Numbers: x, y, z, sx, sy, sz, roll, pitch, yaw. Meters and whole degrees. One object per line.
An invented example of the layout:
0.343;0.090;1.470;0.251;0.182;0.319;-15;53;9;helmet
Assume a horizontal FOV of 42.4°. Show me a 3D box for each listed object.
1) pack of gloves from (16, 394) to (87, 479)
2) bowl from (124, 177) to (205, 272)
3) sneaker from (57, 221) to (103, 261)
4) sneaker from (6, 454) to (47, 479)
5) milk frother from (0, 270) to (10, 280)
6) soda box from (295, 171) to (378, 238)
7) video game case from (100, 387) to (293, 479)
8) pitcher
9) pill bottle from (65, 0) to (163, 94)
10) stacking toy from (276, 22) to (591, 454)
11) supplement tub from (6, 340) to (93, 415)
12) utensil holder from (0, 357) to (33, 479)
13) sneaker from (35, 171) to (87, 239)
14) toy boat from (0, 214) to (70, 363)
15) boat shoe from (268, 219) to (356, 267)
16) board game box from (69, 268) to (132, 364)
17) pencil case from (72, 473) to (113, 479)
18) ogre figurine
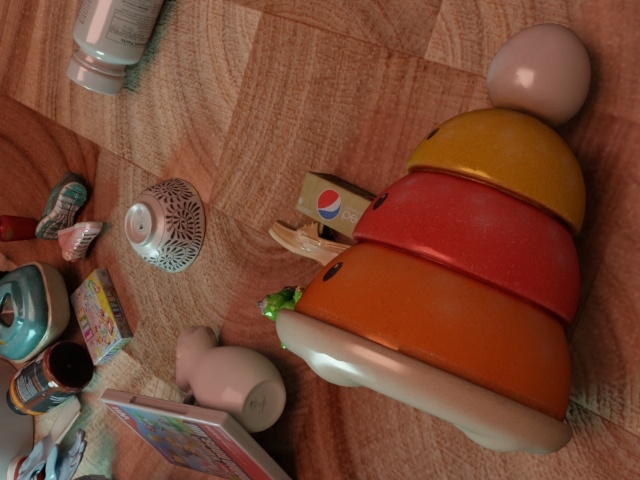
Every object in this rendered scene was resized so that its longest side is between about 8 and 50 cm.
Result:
-0.528;0.422;1.564;0.232;0.046;0.195;-56;34;4;pack of gloves
-0.286;-0.028;1.435;0.170;0.080;0.170;-1;88;39;bowl
-0.463;0.004;1.602;0.134;0.051;0.070;-14;81;42;sneaker
-0.577;0.547;1.658;0.128;0.087;0.221;-11;83;40;sneaker
-0.760;0.098;1.790;0.143;0.135;0.129;-26;72;36;milk frother
0.052;-0.039;1.167;0.181;0.058;0.061;29;107;37;soda box
-0.195;0.315;1.294;0.285;0.204;0.025;1;48;40;video game case
-0.152;0.245;1.292;0.207;0.125;0.177;19;103;48;pitcher
-0.371;-0.387;1.482;0.131;0.131;0.229;40;113;33;pill bottle
0.187;-0.027;0.954;0.351;0.350;0.480;17;81;39;stacking toy
-0.541;0.279;1.621;0.198;0.106;0.106;-33;69;34;supplement tub
-0.842;0.405;1.688;0.328;0.385;0.327;-1;88;39;utensil holder
-0.522;-0.070;1.656;0.166;0.065;0.076;-47;45;25;sneaker
-0.628;0.090;1.664;0.267;0.148;0.318;-35;65;41;toy boat
0.000;0.000;1.211;0.170;0.063;0.059;26;103;28;boat shoe
-0.421;0.146;1.577;0.103;0.026;0.154;-42;64;31;board game box
-0.443;0.572;1.528;0.124;0.113;0.273;33;109;48;pencil case
-0.003;0.110;1.170;0.197;0.118;0.097;43;115;31;ogre figurine
